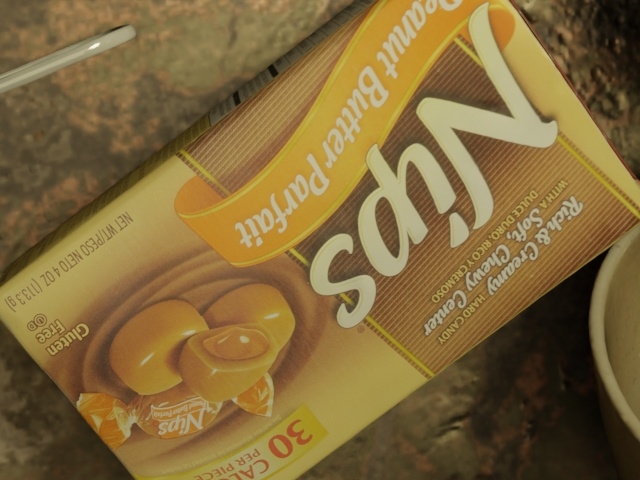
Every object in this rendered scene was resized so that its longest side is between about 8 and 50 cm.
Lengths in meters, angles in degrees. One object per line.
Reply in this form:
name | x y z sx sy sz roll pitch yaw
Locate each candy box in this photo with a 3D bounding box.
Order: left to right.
candy box | 0.000 0.000 0.792 0.316 0.087 0.183 -37 102 2

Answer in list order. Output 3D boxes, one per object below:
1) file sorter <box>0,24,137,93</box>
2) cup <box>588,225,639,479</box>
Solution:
file sorter | -0.224 -0.188 0.688 0.173 0.193 0.278 -25 101 -6
cup | 0.308 0.134 0.774 0.331 0.331 0.237 -10 128 -6
